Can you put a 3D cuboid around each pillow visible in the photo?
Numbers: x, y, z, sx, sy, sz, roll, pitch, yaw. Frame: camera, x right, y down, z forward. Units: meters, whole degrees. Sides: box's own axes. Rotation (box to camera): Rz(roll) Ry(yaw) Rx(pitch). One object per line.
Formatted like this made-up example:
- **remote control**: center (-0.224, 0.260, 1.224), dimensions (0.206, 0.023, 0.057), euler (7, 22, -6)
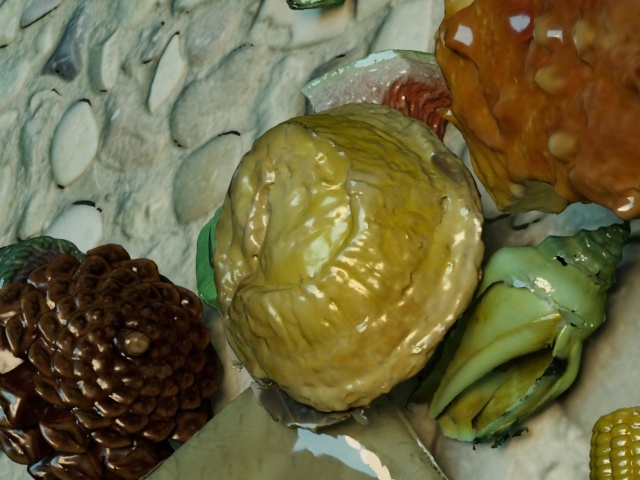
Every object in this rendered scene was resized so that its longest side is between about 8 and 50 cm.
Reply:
- **pillow**: center (-0.043, 0.204, 0.920), dimensions (0.302, 0.075, 0.185), euler (-41, 65, 17)

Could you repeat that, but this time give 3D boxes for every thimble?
- **thimble**: center (-0.267, 0.068, 1.197), dimensions (0.090, 0.118, 0.135), euler (-14, 74, 44)

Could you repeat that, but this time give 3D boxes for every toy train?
- **toy train**: center (-0.051, -0.004, 1.055), dimensions (0.149, 0.081, 0.099), euler (-26, 53, 31)

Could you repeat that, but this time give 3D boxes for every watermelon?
- **watermelon**: center (0.037, -0.071, 1.000), dimensions (0.121, 0.098, 0.158), euler (1, 72, 45)

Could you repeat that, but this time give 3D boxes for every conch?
- **conch**: center (0.130, 0.060, 0.846), dimensions (0.095, 0.079, 0.201), euler (49, 123, 41)

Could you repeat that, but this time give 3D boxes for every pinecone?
- **pinecone**: center (-0.187, 0.114, 1.042), dimensions (0.207, 0.207, 0.208), euler (-22, 54, 34)

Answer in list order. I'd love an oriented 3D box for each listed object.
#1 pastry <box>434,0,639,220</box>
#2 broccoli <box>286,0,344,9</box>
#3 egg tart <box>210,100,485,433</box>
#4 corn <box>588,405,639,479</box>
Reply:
- **pastry**: center (0.255, -0.139, 0.673), dimensions (0.405, 0.292, 0.338), euler (28, 106, 55)
- **broccoli**: center (-0.027, -0.294, 1.151), dimensions (0.219, 0.194, 0.194), euler (-13, 50, -6)
- **egg tart**: center (0.000, 0.000, 0.876), dimensions (0.231, 0.098, 0.252), euler (-24, 53, 34)
- **corn**: center (0.196, 0.198, 0.705), dimensions (0.080, 0.080, 0.231), euler (-27, 50, 31)
